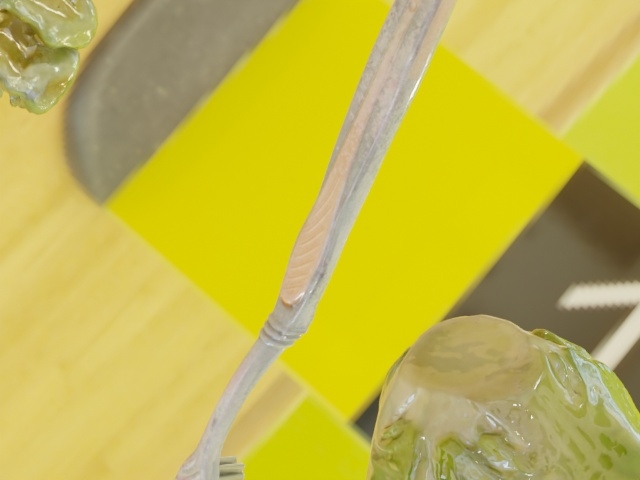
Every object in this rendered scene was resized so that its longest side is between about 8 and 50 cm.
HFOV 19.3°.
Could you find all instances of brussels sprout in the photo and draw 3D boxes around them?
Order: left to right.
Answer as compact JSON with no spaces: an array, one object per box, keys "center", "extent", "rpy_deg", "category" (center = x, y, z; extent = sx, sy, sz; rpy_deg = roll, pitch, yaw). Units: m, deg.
[{"center":[0.090,0.114,0.890],"extent":[0.117,0.155,0.155],"rpy_deg":[-74,-176,-52],"category":"brussels sprout"}]

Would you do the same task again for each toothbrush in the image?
[{"center":[0.000,0.000,0.903],"extent":[0.037,0.028,0.375],"rpy_deg":[5,117,-41],"category":"toothbrush"}]

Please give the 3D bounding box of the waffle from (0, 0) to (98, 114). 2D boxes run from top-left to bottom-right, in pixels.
[{"center":[-0.151,-0.116,0.577],"extent":[0.036,0.169,0.183],"rpy_deg":[-57,149,-45],"category":"waffle"}]
